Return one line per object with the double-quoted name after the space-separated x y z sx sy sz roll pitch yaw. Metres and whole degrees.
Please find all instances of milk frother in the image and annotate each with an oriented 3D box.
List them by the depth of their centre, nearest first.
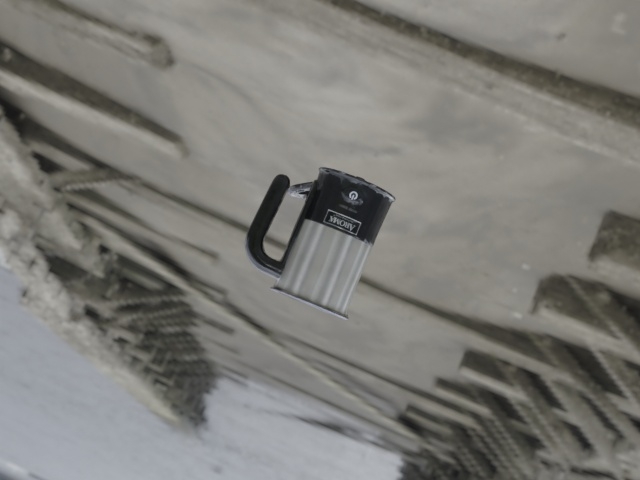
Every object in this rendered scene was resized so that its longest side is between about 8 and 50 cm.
0.000 0.000 1.222 0.129 0.135 0.143 22 176 16 "milk frother"
